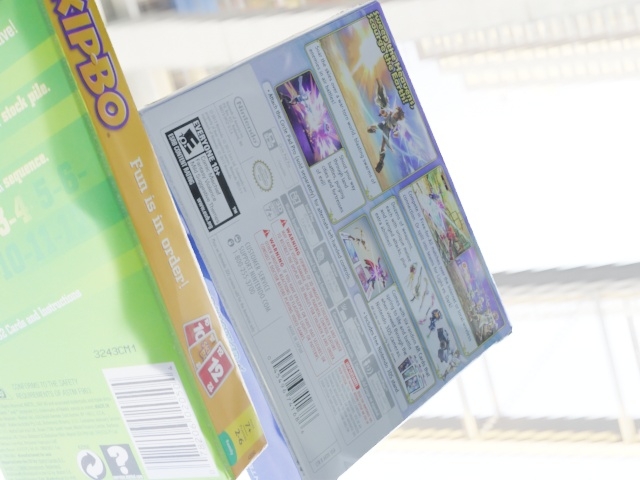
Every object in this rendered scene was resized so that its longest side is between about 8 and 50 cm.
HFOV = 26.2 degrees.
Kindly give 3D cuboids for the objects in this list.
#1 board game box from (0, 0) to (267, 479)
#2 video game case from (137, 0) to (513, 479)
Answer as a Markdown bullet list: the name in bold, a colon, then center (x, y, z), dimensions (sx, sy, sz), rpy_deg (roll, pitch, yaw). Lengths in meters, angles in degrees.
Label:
- **board game box**: center (-0.119, -0.022, 0.529), dimensions (0.124, 0.259, 0.039), rpy_deg (-9, -158, 33)
- **video game case**: center (0.000, 0.000, 0.942), dimensions (0.061, 0.270, 0.244), rpy_deg (-13, -166, 46)
